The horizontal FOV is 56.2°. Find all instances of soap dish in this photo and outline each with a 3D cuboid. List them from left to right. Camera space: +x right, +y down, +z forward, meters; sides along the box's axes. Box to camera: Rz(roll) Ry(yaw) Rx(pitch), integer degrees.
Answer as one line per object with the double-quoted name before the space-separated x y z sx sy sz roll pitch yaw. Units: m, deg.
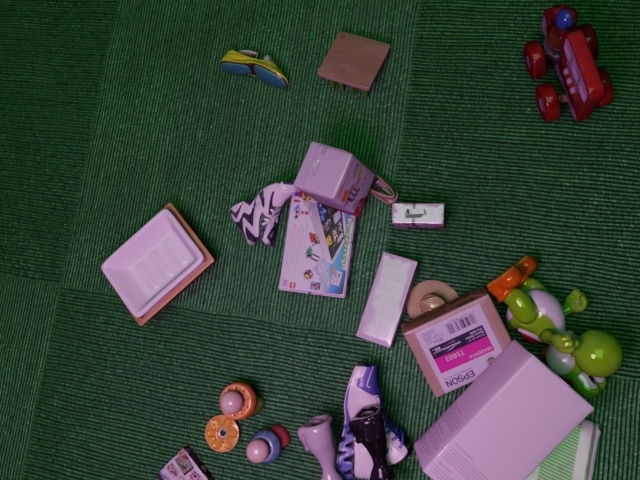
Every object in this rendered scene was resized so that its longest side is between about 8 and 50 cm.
"soap dish" -0.469 0.070 1.751 0.291 0.118 0.229 -41 75 5

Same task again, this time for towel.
"towel" 0.506 0.527 1.489 0.325 0.038 0.247 11 84 16

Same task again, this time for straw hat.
"straw hat" 0.298 0.169 1.578 0.145 0.061 0.144 -2 82 13

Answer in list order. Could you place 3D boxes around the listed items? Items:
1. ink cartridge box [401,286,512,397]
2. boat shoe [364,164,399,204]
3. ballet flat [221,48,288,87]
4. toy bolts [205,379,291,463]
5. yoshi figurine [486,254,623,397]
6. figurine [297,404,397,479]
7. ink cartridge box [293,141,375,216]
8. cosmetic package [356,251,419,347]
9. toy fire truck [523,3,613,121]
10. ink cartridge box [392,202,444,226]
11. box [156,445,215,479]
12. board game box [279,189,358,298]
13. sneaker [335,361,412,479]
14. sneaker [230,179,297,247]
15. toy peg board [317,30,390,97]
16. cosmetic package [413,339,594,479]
"ink cartridge box" 0.350 0.255 1.510 0.235 0.088 0.193 -27 96 8
"boat shoe" 0.134 -0.170 1.663 0.190 0.072 0.068 30 90 16
"ballet flat" -0.189 -0.527 1.799 0.231 0.077 0.077 20 70 18
"toy bolts" -0.214 0.516 1.600 0.228 0.158 0.218 43 93 16
"yoshi figurine" 0.584 0.198 1.440 0.203 0.203 0.362 -36 78 0
"figurine" 0.071 0.529 1.460 0.215 0.092 0.209 -14 91 14
"ink cartridge box" 0.039 -0.158 1.564 0.127 0.176 0.128 21 87 28
"cosmetic package" 0.182 0.159 1.607 0.099 0.060 0.239 18 86 18
"toy fire truck" 0.624 -0.452 1.491 0.169 0.254 0.302 -15 79 11
"ink cartridge box" 0.264 -0.065 1.602 0.135 0.099 0.056 1 83 15
"box" -0.351 0.693 1.671 0.114 0.036 0.207 -44 75 4
"board game box" 0.000 0.000 1.680 0.193 0.053 0.305 6 83 16
"sneaker" 0.150 0.477 1.546 0.182 0.127 0.315 7 90 11
"sneaker" -0.138 -0.065 1.692 0.235 0.094 0.153 -25 84 22
"toy peg board" 0.099 -0.499 1.730 0.161 0.079 0.160 21 71 15
"cosmetic package" 0.417 0.438 1.399 0.197 0.155 0.365 43 93 -3
